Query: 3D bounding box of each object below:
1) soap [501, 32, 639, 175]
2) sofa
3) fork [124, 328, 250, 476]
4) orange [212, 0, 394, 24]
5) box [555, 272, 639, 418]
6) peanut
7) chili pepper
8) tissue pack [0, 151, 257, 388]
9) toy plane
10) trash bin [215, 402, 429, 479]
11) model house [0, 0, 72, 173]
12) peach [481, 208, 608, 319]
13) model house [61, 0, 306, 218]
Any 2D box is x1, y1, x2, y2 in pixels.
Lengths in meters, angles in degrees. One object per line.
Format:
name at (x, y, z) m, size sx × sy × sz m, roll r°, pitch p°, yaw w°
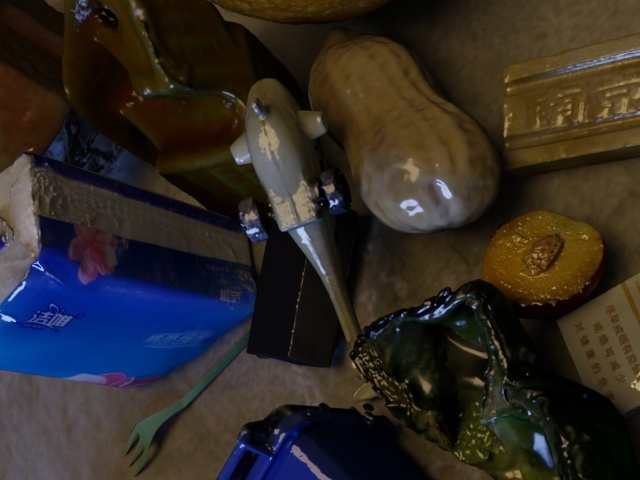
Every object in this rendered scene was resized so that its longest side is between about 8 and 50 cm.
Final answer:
soap at (0.256, -0.113, 0.873) m, size 0.252 × 0.037 × 0.092 m, roll -9°, pitch 74°, yaw 39°
sofa at (-0.013, 0.041, 1.053) m, size 0.085 × 0.060 × 0.147 m, roll -4°, pitch 74°, yaw 57°
fork at (-0.130, 0.149, 1.136) m, size 0.235 × 0.021 × 0.039 m, roll -48°, pitch 55°, yaw 20°
orange at (-0.023, -0.362, 0.992) m, size 0.322 × 0.322 × 0.357 m, roll -46°, pitch 55°, yaw 21°
box at (0.258, 0.058, 0.829) m, size 0.167 × 0.024 × 0.090 m, roll -34°, pitch 58°, yaw 28°
peanut at (0.064, -0.092, 0.980) m, size 0.123 × 0.124 × 0.256 m, roll -51°, pitch 41°, yaw 17°
chili pepper at (0.141, 0.122, 0.846) m, size 0.116 × 0.148 × 0.265 m, roll -51°, pitch 45°, yaw -7°
tissue pack at (-0.217, 0.044, 1.073) m, size 0.209 × 0.270 × 0.137 m, roll -35°, pitch 56°, yaw 27°
toy plane at (0.000, 0.000, 0.962) m, size 0.092 × 0.108 × 0.286 m, roll -21°, pitch 89°, yaw 16°
trash bin at (0.032, 0.244, 0.873) m, size 0.234 × 0.184 × 0.162 m, roll 38°, pitch 104°, yaw 35°
model house at (-0.417, -0.180, 1.235) m, size 0.245 × 0.280 × 0.312 m, roll -55°, pitch 16°, yaw 16°
peach at (0.174, 0.027, 0.881) m, size 0.098 × 0.061 × 0.098 m, roll -14°, pitch 52°, yaw 19°
model house at (-0.118, -0.125, 1.071) m, size 0.173 × 0.268 × 0.239 m, roll -50°, pitch 55°, yaw 4°
